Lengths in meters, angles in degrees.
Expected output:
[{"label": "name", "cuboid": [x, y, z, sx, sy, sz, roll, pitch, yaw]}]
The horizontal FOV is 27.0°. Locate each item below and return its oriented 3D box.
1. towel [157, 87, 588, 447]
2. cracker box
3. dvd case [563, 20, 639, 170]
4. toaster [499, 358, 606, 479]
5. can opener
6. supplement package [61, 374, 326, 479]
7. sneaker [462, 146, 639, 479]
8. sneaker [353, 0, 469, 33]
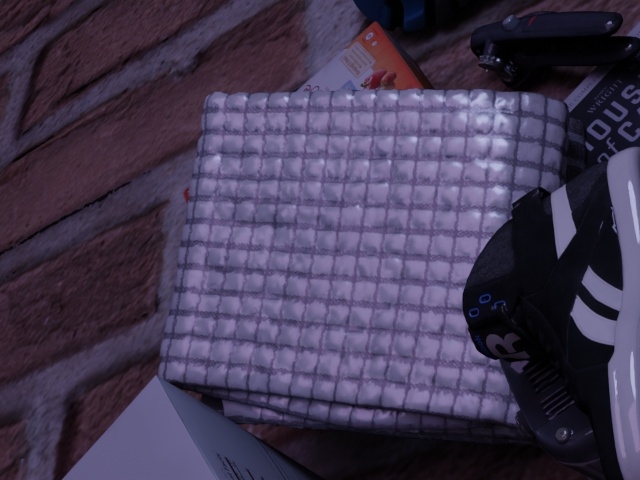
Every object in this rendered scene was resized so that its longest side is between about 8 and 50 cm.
[{"label": "towel", "cuboid": [0.039, 0.021, 0.936, 0.283, 0.121, 0.235, 1, 77, 27]}, {"label": "cracker box", "cuboid": [0.000, -0.057, 1.116, 0.232, 0.067, 0.156, -42, 37, 11]}, {"label": "dvd case", "cuboid": [0.262, -0.070, 0.926, 0.179, 0.029, 0.239, -47, 38, 5]}, {"label": "toaster", "cuboid": [0.226, 0.059, 0.761, 0.227, 0.146, 0.129, -40, 40, 16]}, {"label": "can opener", "cuboid": [0.177, -0.157, 1.032, 0.073, 0.059, 0.186, -60, 21, -7]}, {"label": "supplement package", "cuboid": [-0.079, 0.238, 0.881, 0.194, 0.203, 0.149, -47, 38, 5]}, {"label": "sneaker", "cuboid": [0.131, 0.059, 0.684, 0.121, 0.079, 0.217, -28, 35, 33]}, {"label": "sneaker", "cuboid": [0.169, -0.295, 1.127, 0.341, 0.125, 0.140, -12, 48, 37]}]
